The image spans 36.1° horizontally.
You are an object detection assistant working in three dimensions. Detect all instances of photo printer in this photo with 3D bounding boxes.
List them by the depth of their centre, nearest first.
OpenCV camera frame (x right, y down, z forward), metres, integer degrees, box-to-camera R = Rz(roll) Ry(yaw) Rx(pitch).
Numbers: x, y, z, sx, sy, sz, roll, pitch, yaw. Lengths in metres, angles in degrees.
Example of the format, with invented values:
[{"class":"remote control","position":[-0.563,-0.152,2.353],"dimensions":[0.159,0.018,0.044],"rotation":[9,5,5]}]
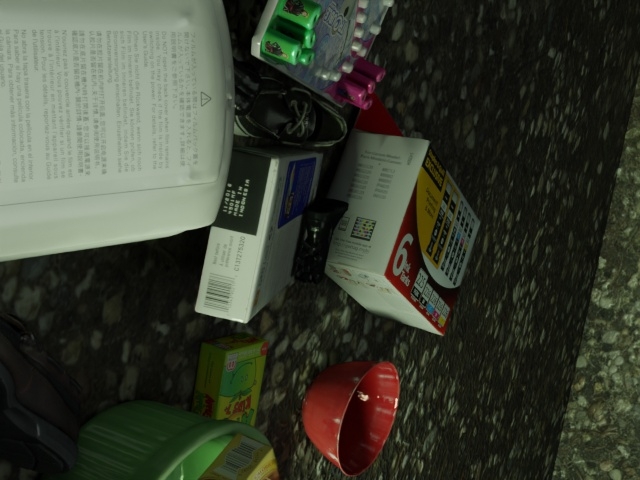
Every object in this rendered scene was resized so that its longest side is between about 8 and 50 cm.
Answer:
[{"class":"photo printer","position":[-0.206,-0.118,0.826],"dimensions":[0.307,0.107,0.256],"rotation":[-11,106,-41]}]

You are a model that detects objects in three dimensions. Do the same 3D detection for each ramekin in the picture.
[{"class":"ramekin","position":[-0.192,0.327,1.102],"dimensions":[0.303,0.148,0.304],"rotation":[-33,131,-49]}]

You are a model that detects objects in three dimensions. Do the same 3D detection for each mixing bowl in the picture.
[{"class":"mixing bowl","position":[0.035,0.257,1.500],"dimensions":[0.181,0.098,0.182],"rotation":[-32,129,-50]}]

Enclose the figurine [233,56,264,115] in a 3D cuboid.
[{"class":"figurine","position":[-0.180,-0.136,0.980],"dimensions":[0.209,0.092,0.215],"rotation":[37,72,-50]}]

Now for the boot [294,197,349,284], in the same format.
[{"class":"boot","position":[0.001,0.000,1.300],"dimensions":[0.121,0.045,0.099],"rotation":[-39,139,-70]}]

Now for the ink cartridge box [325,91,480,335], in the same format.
[{"class":"ink cartridge box","position":[0.130,-0.036,1.477],"dimensions":[0.309,0.130,0.272],"rotation":[42,64,-60]}]

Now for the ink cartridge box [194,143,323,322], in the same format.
[{"class":"ink cartridge box","position":[-0.060,-0.023,1.168],"dimensions":[0.371,0.069,0.176],"rotation":[-31,133,-79]}]

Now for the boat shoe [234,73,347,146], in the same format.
[{"class":"boat shoe","position":[-0.040,-0.157,1.205],"dimensions":[0.219,0.070,0.078],"rotation":[0,103,-59]}]

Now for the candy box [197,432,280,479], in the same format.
[{"class":"candy box","position":[-0.112,0.305,1.021],"dimensions":[0.187,0.053,0.109],"rotation":[-47,141,-40]}]

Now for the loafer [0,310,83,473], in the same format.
[{"class":"loafer","position":[-0.297,0.112,0.894],"dimensions":[0.303,0.109,0.095],"rotation":[74,23,-52]}]

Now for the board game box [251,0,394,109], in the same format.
[{"class":"board game box","position":[0.073,-0.357,1.163],"dimensions":[0.390,0.050,0.390],"rotation":[-66,166,5]}]

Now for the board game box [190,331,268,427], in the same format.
[{"class":"board game box","position":[-0.123,0.216,1.269],"dimensions":[0.092,0.043,0.181],"rotation":[-7,110,-58]}]
